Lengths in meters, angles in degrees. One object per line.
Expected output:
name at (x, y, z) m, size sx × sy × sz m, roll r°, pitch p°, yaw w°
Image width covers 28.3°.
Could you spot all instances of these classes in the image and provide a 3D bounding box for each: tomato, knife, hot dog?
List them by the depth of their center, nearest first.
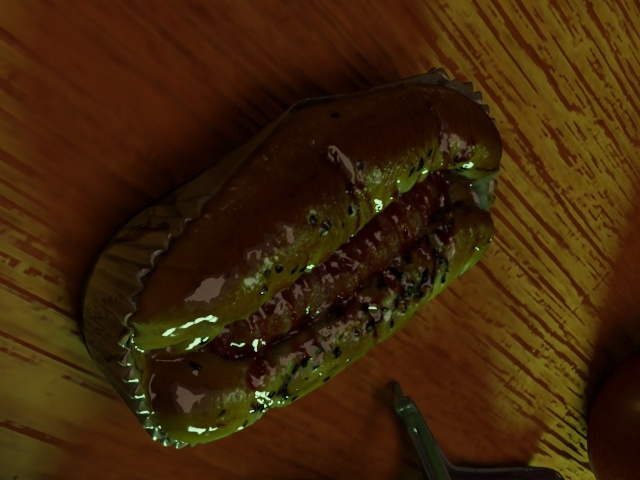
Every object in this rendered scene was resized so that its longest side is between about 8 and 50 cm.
hot dog at (0.000, 0.000, 0.617) m, size 0.268 × 0.075 × 0.144 m, roll -31°, pitch 133°, yaw -37°
knife at (0.111, 0.166, 0.871) m, size 0.278 × 0.053 × 0.123 m, roll 25°, pitch 44°, yaw -63°
tomato at (0.299, 0.167, 1.014) m, size 0.167 × 0.167 × 0.167 m, roll -29°, pitch 129°, yaw -41°
